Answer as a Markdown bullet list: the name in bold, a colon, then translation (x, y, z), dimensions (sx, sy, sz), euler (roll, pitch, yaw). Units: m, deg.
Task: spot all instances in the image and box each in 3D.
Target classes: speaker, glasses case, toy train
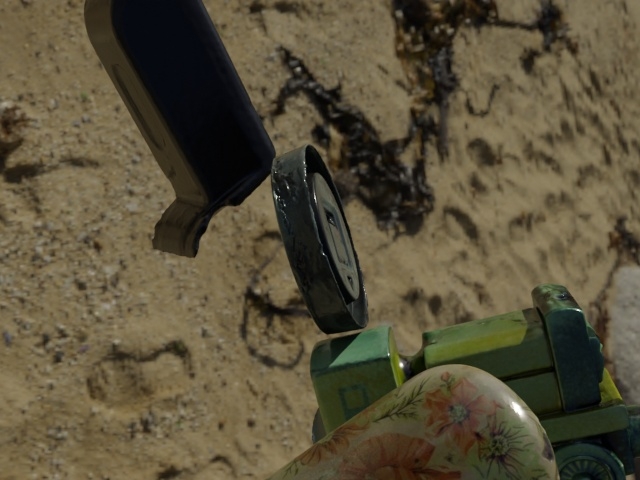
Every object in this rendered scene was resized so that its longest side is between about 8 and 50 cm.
- **speaker**: translation (-0.220, -0.189, 1.263), dimensions (0.184, 0.180, 0.388), euler (-37, 113, -26)
- **glasses case**: translation (-0.004, 0.259, 0.722), dimensions (0.156, 0.425, 0.098), euler (51, -9, 35)
- **toy train**: translation (0.175, 0.204, 1.045), dimensions (0.160, 0.397, 0.253), euler (-58, 134, -77)

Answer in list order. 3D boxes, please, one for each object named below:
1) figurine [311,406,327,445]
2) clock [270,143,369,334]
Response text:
- **figurine**: translation (0.099, 0.260, 1.289), dimensions (0.236, 0.133, 0.176), euler (25, 88, -58)
- **clock**: translation (0.000, 0.000, 1.056), dimensions (0.226, 0.049, 0.226), euler (-16, 90, -80)
